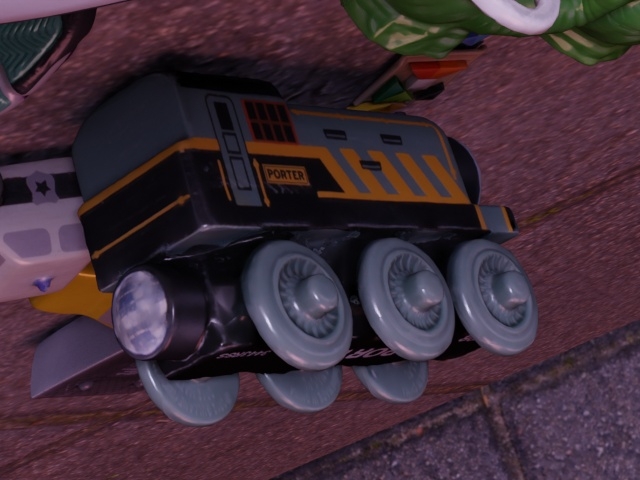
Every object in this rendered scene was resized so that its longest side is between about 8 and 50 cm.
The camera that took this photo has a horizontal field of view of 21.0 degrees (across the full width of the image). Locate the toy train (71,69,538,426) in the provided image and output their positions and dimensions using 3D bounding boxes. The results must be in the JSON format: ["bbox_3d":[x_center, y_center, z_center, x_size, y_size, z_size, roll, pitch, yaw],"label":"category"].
[{"bbox_3d":[0.000,0.000,1.046,0.334,0.190,0.142,0,158,-47],"label":"toy train"}]

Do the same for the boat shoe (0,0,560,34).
[{"bbox_3d":[0.045,-0.133,0.402,0.367,0.136,0.156,-27,159,5],"label":"boat shoe"}]

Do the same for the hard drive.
[{"bbox_3d":[-0.110,0.066,1.460,0.254,0.054,0.172,-26,165,26],"label":"hard drive"}]

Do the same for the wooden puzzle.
[{"bbox_3d":[0.065,-0.105,1.124,0.078,0.014,0.116,-13,165,-26],"label":"wooden puzzle"}]

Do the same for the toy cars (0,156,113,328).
[{"bbox_3d":[-0.144,0.015,1.140,0.176,0.087,0.393,-23,166,13],"label":"toy cars"}]

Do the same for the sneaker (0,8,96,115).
[{"bbox_3d":[-0.181,-0.083,0.776,0.223,0.083,0.098,-22,-172,26],"label":"sneaker"}]

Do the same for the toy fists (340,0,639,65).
[{"bbox_3d":[0.140,-0.149,0.884,0.279,0.096,0.142,-4,158,-46],"label":"toy fists"}]
